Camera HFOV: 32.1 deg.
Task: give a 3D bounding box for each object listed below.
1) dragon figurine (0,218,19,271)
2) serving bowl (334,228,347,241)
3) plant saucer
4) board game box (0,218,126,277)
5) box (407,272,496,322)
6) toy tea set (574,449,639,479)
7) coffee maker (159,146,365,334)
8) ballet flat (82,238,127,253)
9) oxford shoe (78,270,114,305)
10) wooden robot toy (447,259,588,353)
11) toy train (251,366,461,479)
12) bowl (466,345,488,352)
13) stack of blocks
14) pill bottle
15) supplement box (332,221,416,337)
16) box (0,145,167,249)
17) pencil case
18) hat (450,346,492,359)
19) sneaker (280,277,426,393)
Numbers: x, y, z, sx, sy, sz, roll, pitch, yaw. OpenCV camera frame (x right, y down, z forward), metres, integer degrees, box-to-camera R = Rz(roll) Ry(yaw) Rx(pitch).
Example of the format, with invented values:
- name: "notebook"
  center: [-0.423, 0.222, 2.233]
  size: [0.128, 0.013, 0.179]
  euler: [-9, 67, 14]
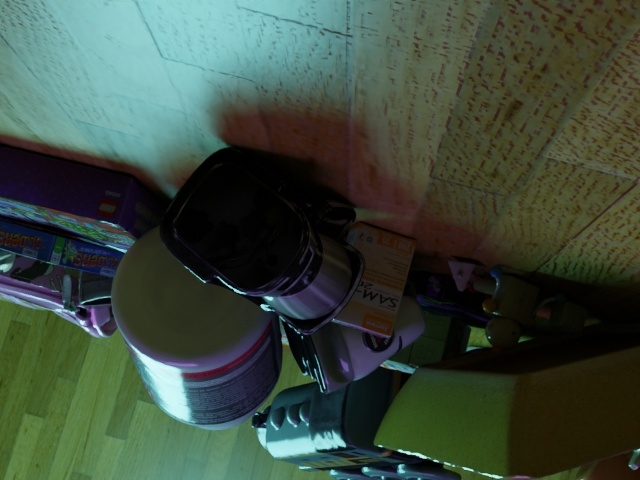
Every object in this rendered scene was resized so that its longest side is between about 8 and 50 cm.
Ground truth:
- name: "dragon figurine"
  center: [-0.470, -0.033, 1.534]
  size: [0.289, 0.144, 0.085]
  euler: [-4, 168, 1]
- name: "serving bowl"
  center: [0.000, 0.000, 1.143]
  size: [0.083, 0.027, 0.083]
  euler: [15, 171, 2]
- name: "plant saucer"
  center: [0.251, 0.142, 1.104]
  size: [0.333, 0.081, 0.333]
  euler: [-11, 180, -19]
- name: "board game box"
  center: [-0.353, 0.003, 1.385]
  size: [0.201, 0.035, 0.136]
  euler: [13, 177, 35]
- name: "box"
  center: [0.125, 0.065, 1.313]
  size: [0.116, 0.029, 0.162]
  euler: [23, 169, -38]
- name: "toy tea set"
  center: [0.378, 0.274, 1.299]
  size: [0.124, 0.200, 0.336]
  euler: [43, 133, 5]
- name: "coffee maker"
  center: [-0.065, -0.001, 0.968]
  size: [0.171, 0.120, 0.178]
  euler: [13, 170, 20]
- name: "ballet flat"
  center: [-0.245, -0.012, 1.420]
  size: [0.250, 0.058, 0.084]
  euler: [16, 168, 27]
- name: "oxford shoe"
  center: [-0.156, 0.076, 1.510]
  size: [0.364, 0.132, 0.130]
  euler: [13, 170, 16]
- name: "wooden robot toy"
  center: [0.190, 0.079, 1.138]
  size: [0.173, 0.079, 0.076]
  euler: [22, 168, -31]
- name: "toy train"
  center: [0.047, 0.229, 1.373]
  size: [0.190, 0.142, 0.334]
  euler: [18, 161, -23]
- name: "bowl"
  center: [0.295, 0.256, 1.825]
  size: [0.298, 0.134, 0.298]
  euler: [15, 170, 3]
- name: "stack of blocks"
  center: [0.058, 0.127, 1.598]
  size: [0.297, 0.087, 0.171]
  euler: [12, 170, 22]
- name: "pill bottle"
  center: [-0.134, 0.117, 1.308]
  size: [0.176, 0.176, 0.318]
  euler: [14, 155, 8]
- name: "supplement box"
  center: [0.048, 0.039, 1.074]
  size: [0.062, 0.098, 0.036]
  euler: [17, 170, -13]
- name: "box"
  center: [-0.323, -0.053, 1.268]
  size: [0.293, 0.057, 0.201]
  euler: [14, 171, 12]
- name: "pencil case"
  center: [-0.473, 0.025, 1.662]
  size: [0.386, 0.160, 0.167]
  euler: [15, 164, 7]
- name: "hat"
  center: [0.259, 0.234, 1.460]
  size: [0.331, 0.134, 0.331]
  euler: [-2, 161, -1]
- name: "sneaker"
  center: [0.032, 0.084, 1.259]
  size: [0.146, 0.122, 0.330]
  euler: [-21, -167, -9]
